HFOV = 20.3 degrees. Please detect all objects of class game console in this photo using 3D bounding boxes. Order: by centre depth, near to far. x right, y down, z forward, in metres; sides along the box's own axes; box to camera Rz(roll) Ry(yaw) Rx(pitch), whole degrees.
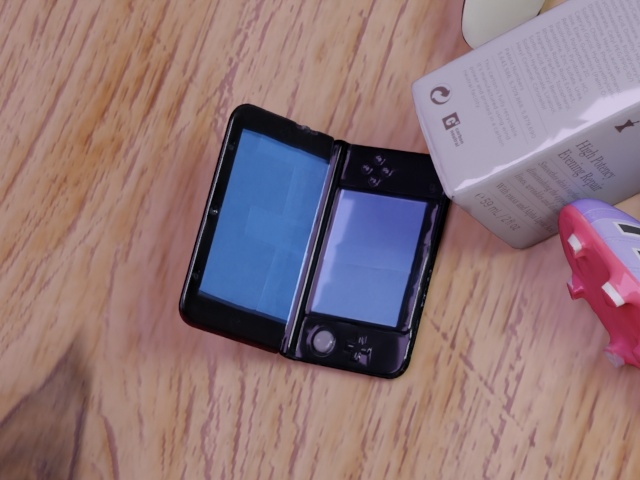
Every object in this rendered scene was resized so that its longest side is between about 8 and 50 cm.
[{"bbox_3d":[0.000,0.000,1.091,0.124,0.085,0.144,9,80,29],"label":"game console"}]

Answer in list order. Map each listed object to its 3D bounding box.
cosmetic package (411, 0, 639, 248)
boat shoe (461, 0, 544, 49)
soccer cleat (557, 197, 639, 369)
[{"bbox_3d":[0.181,-0.090,1.010,0.231,0.117,0.085,-26,65,19],"label":"cosmetic package"},{"bbox_3d":[0.120,-0.179,1.111,0.137,0.049,0.043,-69,18,-3],"label":"boat shoe"},{"bbox_3d":[0.227,0.058,0.973,0.095,0.083,0.248,-32,57,-13],"label":"soccer cleat"}]
